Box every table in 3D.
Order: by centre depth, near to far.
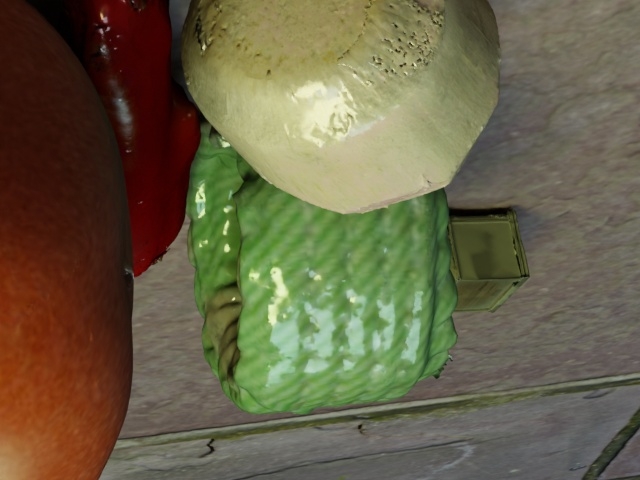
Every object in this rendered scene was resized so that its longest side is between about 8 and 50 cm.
[{"bbox_3d":[0.109,0.017,1.352,0.083,0.062,0.079,-2,156,-19],"label":"table"}]

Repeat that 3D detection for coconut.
[{"bbox_3d":[0.015,-0.096,0.933,0.170,0.171,0.183,-17,154,15],"label":"coconut"}]

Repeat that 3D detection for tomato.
[{"bbox_3d":[-0.224,0.024,0.877,0.272,0.341,0.341,-15,157,0],"label":"tomato"}]

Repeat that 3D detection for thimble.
[{"bbox_3d":[0.000,0.000,1.092,0.150,0.219,0.219,-5,157,-14],"label":"thimble"}]

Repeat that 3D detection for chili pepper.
[{"bbox_3d":[-0.125,-0.062,1.020,0.110,0.110,0.387,-5,155,-12],"label":"chili pepper"}]
